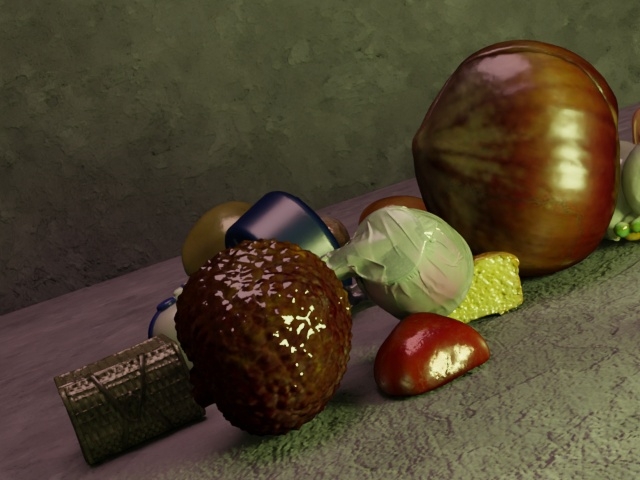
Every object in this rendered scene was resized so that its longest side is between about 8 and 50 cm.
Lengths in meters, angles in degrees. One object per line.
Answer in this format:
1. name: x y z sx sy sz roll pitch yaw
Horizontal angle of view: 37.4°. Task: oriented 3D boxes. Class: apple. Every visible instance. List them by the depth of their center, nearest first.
1. apple: 0.175 -0.014 2.053 0.199 0.199 0.199 -18 8 3
2. apple: -0.204 0.038 2.287 0.262 0.262 0.262 -18 8 3

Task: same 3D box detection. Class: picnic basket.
1. picnic basket: -0.300 0.246 1.483 0.196 0.134 0.154 -21 5 -17

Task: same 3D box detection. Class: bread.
1. bread: 0.230 0.080 1.507 0.187 0.103 0.065 -21 8 -4

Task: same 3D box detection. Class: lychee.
1. lychee: -0.072 0.132 1.286 0.260 0.260 0.260 -18 8 3

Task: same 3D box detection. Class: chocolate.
1. chocolate: 0.000 0.000 2.494 0.134 0.134 0.309 -20 6 -10

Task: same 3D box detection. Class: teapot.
1. teapot: 0.101 0.025 1.409 0.221 0.163 0.178 2 -19 29

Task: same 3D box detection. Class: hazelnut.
1. hazelnut: 0.344 -0.143 1.619 0.359 0.409 0.359 -5 -6 -1

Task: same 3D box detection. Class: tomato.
1. tomato: 0.139 0.148 1.329 0.166 0.082 0.174 -22 11 -21

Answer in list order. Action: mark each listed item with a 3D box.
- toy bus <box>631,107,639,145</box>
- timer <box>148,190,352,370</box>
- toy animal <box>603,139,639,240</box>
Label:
1. toy bus: 0.772 -0.233 1.963 0.288 0.232 0.194 -25 8 -29
2. timer: -0.160 0.107 1.808 0.383 0.270 0.270 -35 14 -23
3. toy animal: 0.581 -0.124 1.658 0.183 0.247 0.310 -1 -12 -14
